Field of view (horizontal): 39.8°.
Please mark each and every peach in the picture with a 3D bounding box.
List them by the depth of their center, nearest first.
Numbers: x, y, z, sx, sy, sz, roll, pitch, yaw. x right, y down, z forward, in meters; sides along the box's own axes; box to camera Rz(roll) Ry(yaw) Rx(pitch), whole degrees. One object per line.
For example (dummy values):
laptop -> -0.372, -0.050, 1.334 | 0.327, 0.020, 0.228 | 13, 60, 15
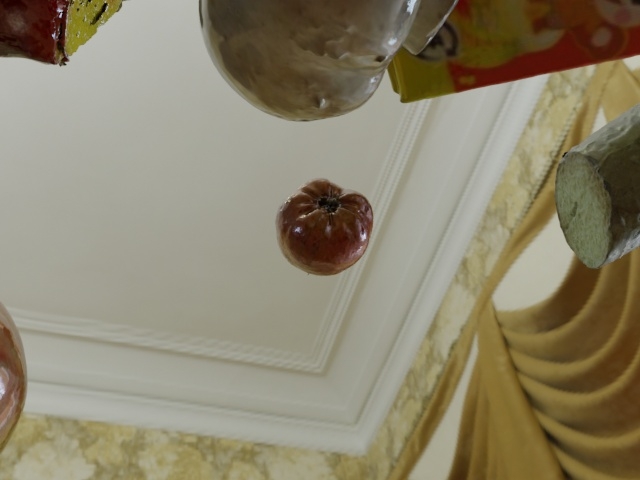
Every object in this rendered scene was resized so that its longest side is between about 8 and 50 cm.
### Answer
peach -> -0.243, -0.230, 0.801 | 0.172, 0.127, 0.092 | -39, -37, -36

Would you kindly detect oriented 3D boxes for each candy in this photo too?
candy -> 0.172, -0.182, 0.552 | 0.276, 0.146, 0.088 | -8, -52, 15

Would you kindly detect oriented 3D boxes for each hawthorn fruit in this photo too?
hawthorn fruit -> 0.005, -0.007, 1.108 | 0.125, 0.125, 0.140 | 1, -76, -10

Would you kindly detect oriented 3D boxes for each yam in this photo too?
yam -> 0.444, -0.104, 1.139 | 0.304, 0.168, 0.168 | -32, -55, 2

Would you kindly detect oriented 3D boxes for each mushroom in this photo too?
mushroom -> 0.009, -0.136, 0.440 | 0.127, 0.166, 0.166 | 21, -59, -5

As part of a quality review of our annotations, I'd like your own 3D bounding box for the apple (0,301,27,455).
apple -> -0.304, 0.098, 0.614 | 0.188, 0.188, 0.174 | -39, -41, 19
